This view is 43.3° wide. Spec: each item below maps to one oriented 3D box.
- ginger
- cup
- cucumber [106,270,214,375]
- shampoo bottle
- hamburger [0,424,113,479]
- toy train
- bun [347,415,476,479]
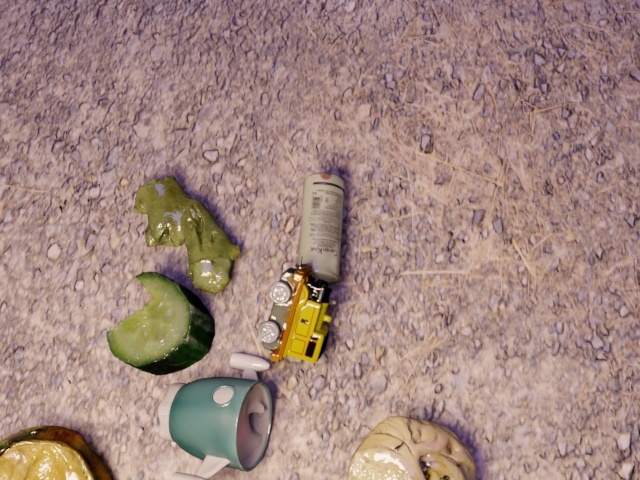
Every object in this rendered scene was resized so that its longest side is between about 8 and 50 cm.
[{"bbox_3d":[-0.276,-0.015,1.641,0.290,0.089,0.137,42,62,15],"label":"ginger"},{"bbox_3d":[-0.195,0.324,1.462,0.173,0.168,0.300,4,43,20],"label":"cup"},{"bbox_3d":[-0.304,0.170,1.556,0.191,0.130,0.191,-5,70,14],"label":"cucumber"},{"bbox_3d":[0.000,0.000,1.593,0.085,0.085,0.263,1,70,8],"label":"shampoo bottle"},{"bbox_3d":[-0.504,0.475,1.416,0.285,0.134,0.266,-38,101,-26],"label":"hamburger"},{"bbox_3d":[-0.040,0.140,1.507,0.127,0.089,0.219,17,103,7],"label":"toy train"},{"bbox_3d":[0.155,0.407,1.383,0.237,0.116,0.210,-34,76,-20],"label":"bun"}]
